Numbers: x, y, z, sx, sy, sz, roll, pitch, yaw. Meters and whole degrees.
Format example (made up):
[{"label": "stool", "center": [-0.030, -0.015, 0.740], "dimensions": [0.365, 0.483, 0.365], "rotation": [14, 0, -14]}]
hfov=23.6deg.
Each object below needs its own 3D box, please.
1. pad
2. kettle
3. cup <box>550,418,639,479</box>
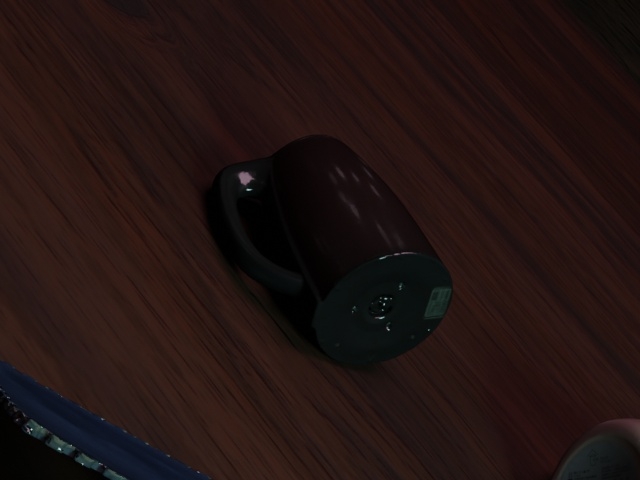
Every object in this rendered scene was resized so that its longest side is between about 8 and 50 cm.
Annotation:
[{"label": "pad", "center": [-0.117, 0.160, 1.066], "dimensions": [0.270, 0.012, 0.269], "rotation": [33, -5, -19]}, {"label": "kettle", "center": [0.000, 0.000, 1.535], "dimensions": [0.202, 0.144, 0.232], "rotation": [-8, 41, -21]}, {"label": "cup", "center": [0.327, 0.273, 1.525], "dimensions": [0.200, 0.191, 0.253], "rotation": [24, 1, -29]}]
